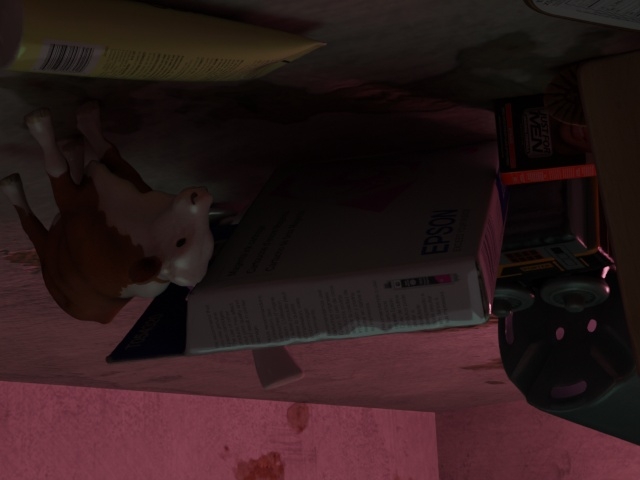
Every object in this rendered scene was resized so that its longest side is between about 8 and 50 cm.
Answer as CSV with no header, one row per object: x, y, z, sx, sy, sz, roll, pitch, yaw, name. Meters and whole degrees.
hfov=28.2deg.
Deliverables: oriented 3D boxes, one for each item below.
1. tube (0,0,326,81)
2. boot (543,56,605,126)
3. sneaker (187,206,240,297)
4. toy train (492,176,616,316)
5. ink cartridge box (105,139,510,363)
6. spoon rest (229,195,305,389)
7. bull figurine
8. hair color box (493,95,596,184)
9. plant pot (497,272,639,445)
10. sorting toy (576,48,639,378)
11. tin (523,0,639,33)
-0.119,-0.143,0.926,0.240,0.062,0.070,2,-150,-36,tube
0.270,-0.121,1.075,0.158,0.059,0.084,-7,170,13,boot
-0.085,0.024,1.511,0.282,0.102,0.161,6,161,-31,sneaker
0.180,0.000,1.413,0.334,0.142,0.190,-9,153,30,toy train
0.000,0.000,1.159,0.330,0.071,0.324,-6,-160,13,ink cartridge box
-0.050,0.043,1.443,0.137,0.084,0.276,-15,133,-24,spoon rest
-0.192,-0.016,1.115,0.101,0.188,0.310,-23,174,-30,bull figurine
0.229,-0.094,1.139,0.141,0.072,0.043,-6,166,10,hair color box
0.422,0.117,1.559,0.334,0.341,0.341,16,158,-32,plant pot
0.343,-0.041,0.984,0.255,0.257,0.089,-13,-171,4,sorting toy
0.221,-0.180,0.872,0.189,0.040,0.106,4,169,-26,tin
